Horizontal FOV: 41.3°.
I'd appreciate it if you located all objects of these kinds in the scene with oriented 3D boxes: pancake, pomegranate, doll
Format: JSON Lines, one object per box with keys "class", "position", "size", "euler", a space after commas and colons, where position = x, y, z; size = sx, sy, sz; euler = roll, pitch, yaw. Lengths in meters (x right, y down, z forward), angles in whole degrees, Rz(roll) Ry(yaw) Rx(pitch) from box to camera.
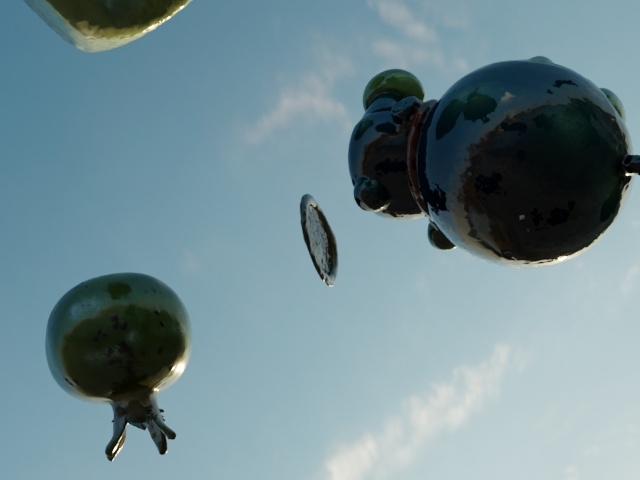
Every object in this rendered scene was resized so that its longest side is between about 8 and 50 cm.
{"class": "pancake", "position": [-0.001, 0.000, 0.952], "size": [0.011, 0.115, 0.115], "euler": [-16, -45, 16]}
{"class": "pomegranate", "position": [-0.236, 0.149, 1.021], "size": [0.182, 0.224, 0.181], "euler": [-12, -23, -5]}
{"class": "doll", "position": [0.161, -0.071, 0.826], "size": [0.186, 0.322, 0.198], "euler": [-51, -55, -34]}

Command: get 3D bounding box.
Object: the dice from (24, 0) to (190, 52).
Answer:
{"class": "dice", "position": [-0.268, -0.385, 0.961], "size": [0.250, 0.252, 0.254], "euler": [-45, -42, -7]}
